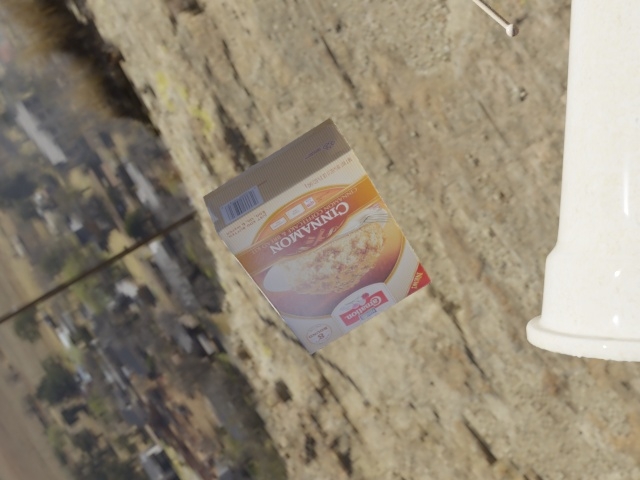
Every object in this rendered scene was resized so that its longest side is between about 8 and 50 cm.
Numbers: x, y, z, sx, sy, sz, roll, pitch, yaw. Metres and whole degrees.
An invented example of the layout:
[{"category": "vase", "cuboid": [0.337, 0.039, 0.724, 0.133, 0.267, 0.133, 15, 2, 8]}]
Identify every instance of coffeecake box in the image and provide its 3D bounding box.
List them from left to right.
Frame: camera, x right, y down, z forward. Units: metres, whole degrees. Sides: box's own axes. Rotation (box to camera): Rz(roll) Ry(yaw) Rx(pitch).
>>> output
[{"category": "coffeecake box", "cuboid": [0.000, 0.000, 1.004, 0.185, 0.142, 0.068, 55, -176, -38]}]

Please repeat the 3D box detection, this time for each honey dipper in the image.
[{"category": "honey dipper", "cuboid": [0.222, -0.346, 1.513, 0.160, 0.030, 0.030, 46, 152, 14]}]

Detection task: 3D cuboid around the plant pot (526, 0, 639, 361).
[{"category": "plant pot", "cuboid": [0.299, -0.092, 0.726, 0.334, 0.334, 0.305, -4, 92, 60]}]
